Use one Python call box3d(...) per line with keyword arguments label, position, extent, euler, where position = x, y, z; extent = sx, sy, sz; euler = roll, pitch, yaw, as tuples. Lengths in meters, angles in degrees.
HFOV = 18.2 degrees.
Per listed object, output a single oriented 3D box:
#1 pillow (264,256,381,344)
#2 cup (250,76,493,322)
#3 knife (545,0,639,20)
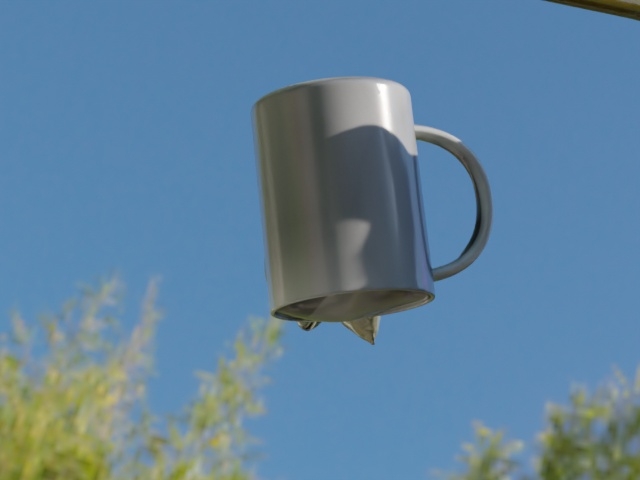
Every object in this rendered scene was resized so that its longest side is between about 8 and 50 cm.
box3d(label="pillow", position=(0.000, 0.000, 1.616), extent=(0.078, 0.134, 0.181), euler=(-4, 12, -12))
box3d(label="cup", position=(0.025, -0.020, 1.196), extent=(0.136, 0.133, 0.099), euler=(5, -17, -45))
box3d(label="knife", position=(0.105, -0.202, 1.511), extent=(0.343, 0.061, 0.027), euler=(9, -69, -14))
